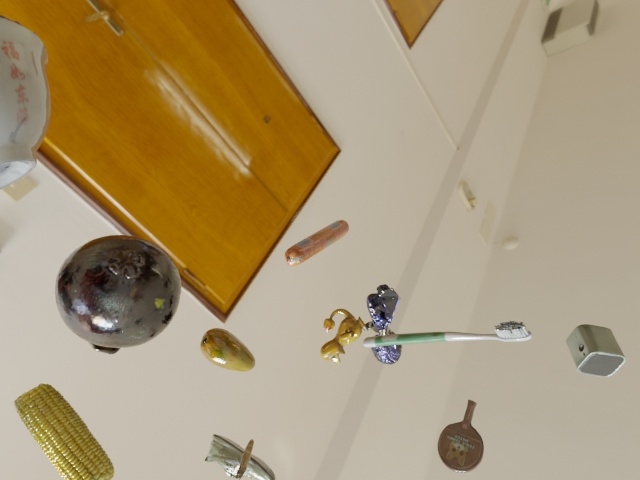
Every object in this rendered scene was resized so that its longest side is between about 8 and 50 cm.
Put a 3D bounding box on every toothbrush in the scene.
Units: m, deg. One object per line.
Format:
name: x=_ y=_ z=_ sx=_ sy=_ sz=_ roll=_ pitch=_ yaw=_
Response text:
toothbrush: x=0.159 y=0.136 z=0.580 sx=0.257 sy=0.024 sz=0.018 roll=-18 pitch=-152 yaw=44

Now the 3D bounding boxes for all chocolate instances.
chocolate: x=0.227 y=0.306 z=1.522 sx=0.148 sy=0.344 sz=0.126 roll=-4 pitch=-145 yaw=11

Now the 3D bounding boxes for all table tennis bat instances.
table tennis bat: x=0.369 y=0.502 z=1.037 sx=0.107 sy=0.119 sz=0.170 roll=6 pitch=-124 yaw=38

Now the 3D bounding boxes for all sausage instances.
sausage: x=0.000 y=0.000 z=1.158 sx=0.053 sy=0.053 sz=0.347 roll=-22 pitch=-175 yaw=33

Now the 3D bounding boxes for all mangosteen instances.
mangosteen: x=-0.480 y=0.129 z=0.998 sx=0.288 sy=0.288 sz=0.288 roll=-31 pitch=-152 yaw=18

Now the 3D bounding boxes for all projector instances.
projector: x=0.633 y=0.254 z=0.958 sx=0.083 sy=0.083 sz=0.082 roll=9 pitch=-141 yaw=2

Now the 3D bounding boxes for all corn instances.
corn: x=-0.501 y=0.390 z=0.816 sx=0.081 sy=0.248 sz=0.081 roll=-42 pitch=169 yaw=-10

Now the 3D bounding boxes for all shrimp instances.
shrimp: x=-0.207 y=0.609 z=1.153 sx=0.059 sy=0.023 sz=0.108 roll=101 pitch=7 yaw=-49

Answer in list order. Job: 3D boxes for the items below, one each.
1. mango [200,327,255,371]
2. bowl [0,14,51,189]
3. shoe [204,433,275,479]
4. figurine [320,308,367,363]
mango: x=-0.251 y=0.303 z=1.130 sx=0.090 sy=0.163 sz=0.111 roll=-57 pitch=178 yaw=2
bowl: x=-0.522 y=-0.150 z=0.589 sx=0.345 sy=0.157 sz=0.345 roll=-29 pitch=-170 yaw=6
shoe: x=-0.277 y=0.768 z=1.420 sx=0.274 sy=0.103 sz=0.098 roll=16 pitch=-112 yaw=28
figurine: x=0.055 y=0.297 z=1.307 sx=0.176 sy=0.122 sz=0.121 roll=-51 pitch=177 yaw=-4
